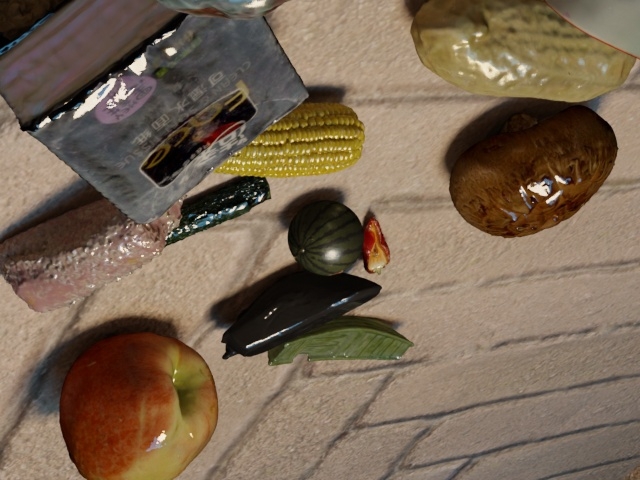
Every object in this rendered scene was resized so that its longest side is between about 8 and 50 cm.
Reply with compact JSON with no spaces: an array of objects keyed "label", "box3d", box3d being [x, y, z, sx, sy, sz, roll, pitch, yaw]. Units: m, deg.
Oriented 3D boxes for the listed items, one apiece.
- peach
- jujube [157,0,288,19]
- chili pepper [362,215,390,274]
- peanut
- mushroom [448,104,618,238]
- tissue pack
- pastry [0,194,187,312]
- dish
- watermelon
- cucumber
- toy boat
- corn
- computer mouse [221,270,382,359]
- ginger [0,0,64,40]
[{"label":"peach","box3d":[-0.275,0.258,2.183,0.257,0.232,0.232,-33,153,34]},{"label":"jujube","box3d":[-0.097,-0.327,1.202,0.226,0.317,0.226,-17,144,-12]},{"label":"chili pepper","box3d":[0.079,0.004,2.241,0.045,0.027,0.178,-27,154,-7]},{"label":"peanut","box3d":[0.247,-0.243,1.824,0.313,0.152,0.152,-4,146,-32]},{"label":"mushroom","box3d":[0.304,-0.096,2.135,0.253,0.153,0.253,-21,163,-7]},{"label":"tissue pack","box3d":[-0.167,-0.165,1.559,0.259,0.122,0.361,-36,161,-1]},{"label":"pastry","box3d":[-0.274,0.003,1.847,0.265,0.112,0.103,-31,142,8]},{"label":"dish","box3d":[0.382,-0.302,1.736,0.256,0.256,0.117,-1,128,-40]},{"label":"watermelon","box3d":[0.000,0.000,2.072,0.133,0.105,0.105,-25,161,-50]},{"label":"cucumber","box3d":[-0.184,-0.021,1.955,0.257,0.044,0.043,-23,158,-5]},{"label":"toy boat","box3d":[0.030,0.166,2.454,0.293,0.055,0.093,3,141,-42]},{"label":"corn","box3d":[-0.057,-0.122,1.831,0.244,0.093,0.093,-5,146,-34]},{"label":"computer mouse","box3d":[-0.041,0.101,2.245,0.264,0.088,0.147,-28,169,3]},{"label":"ginger","box3d":[-0.313,-0.211,1.491,0.259,0.065,0.149,-19,155,-18]}]
